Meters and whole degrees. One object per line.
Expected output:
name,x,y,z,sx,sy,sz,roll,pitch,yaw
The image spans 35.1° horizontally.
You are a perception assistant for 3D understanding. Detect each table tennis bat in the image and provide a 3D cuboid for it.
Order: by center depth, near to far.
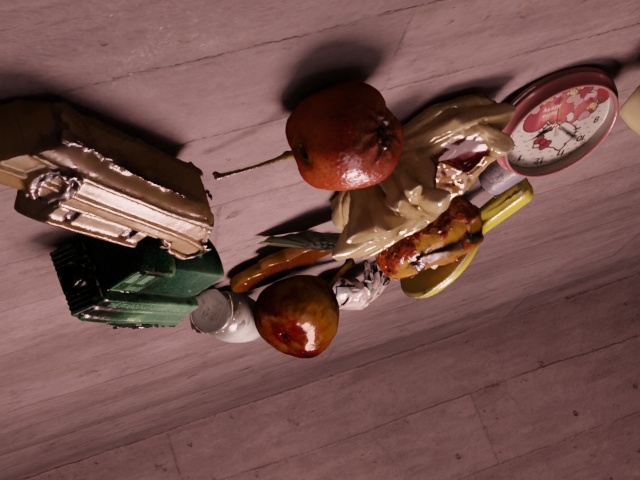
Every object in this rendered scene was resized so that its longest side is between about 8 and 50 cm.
table tennis bat,0.308,-0.011,2.170,0.054,0.224,0.368,38,118,-22

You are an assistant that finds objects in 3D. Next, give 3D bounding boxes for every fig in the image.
fig,0.000,0.141,2.180,0.290,0.191,0.190,-19,165,-32

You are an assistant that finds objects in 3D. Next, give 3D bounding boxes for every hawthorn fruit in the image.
hawthorn fruit,-0.019,-0.126,1.464,0.285,0.165,0.165,-20,166,32

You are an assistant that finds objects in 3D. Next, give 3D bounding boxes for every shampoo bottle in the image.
shampoo bottle,0.398,-0.161,1.954,0.072,0.072,0.214,-6,160,-40

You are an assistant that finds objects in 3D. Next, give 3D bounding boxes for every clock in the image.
clock,0.414,-0.208,1.787,0.244,0.056,0.244,-17,143,-13

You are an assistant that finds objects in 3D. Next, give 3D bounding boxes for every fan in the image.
fan,0.000,0.000,1.943,0.240,0.009,0.131,0,-166,1

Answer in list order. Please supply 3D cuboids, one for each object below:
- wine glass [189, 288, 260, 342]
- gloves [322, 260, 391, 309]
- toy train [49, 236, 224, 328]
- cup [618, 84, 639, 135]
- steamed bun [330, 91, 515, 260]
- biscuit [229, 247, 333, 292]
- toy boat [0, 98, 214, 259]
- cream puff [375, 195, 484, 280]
wine glass,-0.192,0.166,2.201,0.111,0.111,0.204,-26,159,17
gloves,0.086,0.116,2.397,0.212,0.111,0.127,-1,150,-32
toy train,-0.291,0.055,1.703,0.178,0.138,0.330,-32,161,20
cup,0.669,-0.237,1.754,0.255,0.202,0.173,-41,167,-29
steamed bun,0.139,-0.079,1.724,0.247,0.189,0.428,3,153,-38
biscuit,-0.085,0.049,2.087,0.236,0.039,0.180,-28,167,24
toy boat,-0.298,-0.074,1.320,0.162,0.136,0.445,-31,157,17
cream puff,0.212,-0.016,2.028,0.240,0.164,0.240,-15,178,0
